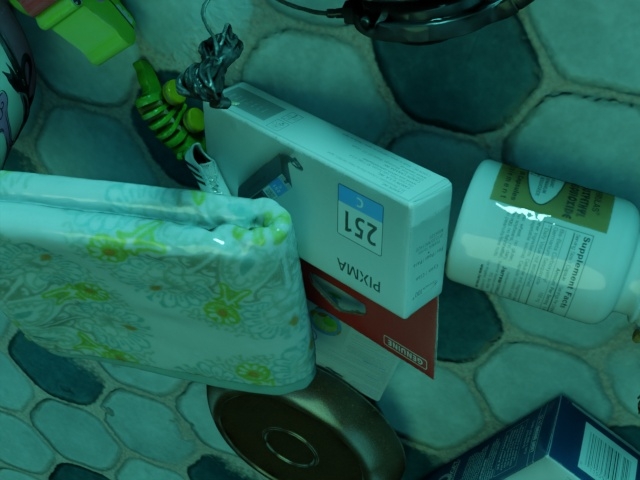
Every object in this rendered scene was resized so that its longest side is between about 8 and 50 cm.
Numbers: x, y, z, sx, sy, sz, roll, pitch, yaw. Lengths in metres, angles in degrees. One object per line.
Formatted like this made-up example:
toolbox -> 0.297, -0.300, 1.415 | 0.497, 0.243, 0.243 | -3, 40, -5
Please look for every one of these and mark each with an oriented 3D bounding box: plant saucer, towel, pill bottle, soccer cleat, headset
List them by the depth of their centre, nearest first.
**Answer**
headset -> 0.043, -0.251, 0.839 | 0.394, 0.185, 0.243 | -29, 112, 28
pill bottle -> 0.251, 0.011, 1.006 | 0.229, 0.131, 0.131 | 18, 134, 11
soccer cleat -> -0.119, -0.068, 1.088 | 0.083, 0.029, 0.035 | 57, 149, 13
towel -> -0.198, 0.055, 1.124 | 0.375, 0.090, 0.320 | 6, 149, 10
plant saucer -> -0.033, 0.273, 1.406 | 0.311, 0.050, 0.310 | 20, 140, 17

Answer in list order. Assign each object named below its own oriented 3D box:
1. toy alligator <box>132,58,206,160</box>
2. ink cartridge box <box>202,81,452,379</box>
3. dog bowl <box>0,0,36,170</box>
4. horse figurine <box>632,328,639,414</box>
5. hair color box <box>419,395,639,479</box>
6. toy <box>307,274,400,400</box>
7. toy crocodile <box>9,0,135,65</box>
toy alligator -> -0.160, -0.118, 1.147 | 0.056, 0.051, 0.189 | -16, 120, 36
ink cartridge box -> 0.000, 0.000, 1.074 | 0.296, 0.066, 0.261 | 30, 136, 35
dog bowl -> -0.498, -0.213, 1.112 | 0.408, 0.150, 0.408 | 20, 148, 13
horse figurine -> 0.438, 0.108, 1.047 | 0.174, 0.066, 0.263 | 28, 135, 2
hair color box -> 0.256, 0.352, 1.323 | 0.174, 0.105, 0.347 | 37, 134, -8
toy -> 0.048, 0.093, 1.226 | 0.137, 0.056, 0.237 | 28, 145, 7
toy crocodile -> -0.313, -0.319, 1.007 | 0.115, 0.105, 0.340 | -16, 121, 35
